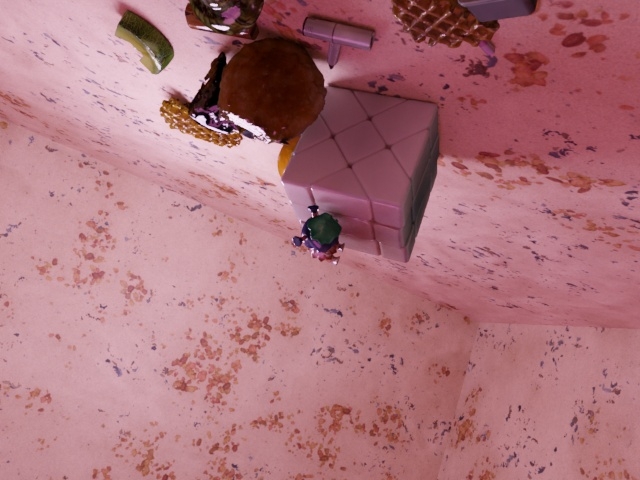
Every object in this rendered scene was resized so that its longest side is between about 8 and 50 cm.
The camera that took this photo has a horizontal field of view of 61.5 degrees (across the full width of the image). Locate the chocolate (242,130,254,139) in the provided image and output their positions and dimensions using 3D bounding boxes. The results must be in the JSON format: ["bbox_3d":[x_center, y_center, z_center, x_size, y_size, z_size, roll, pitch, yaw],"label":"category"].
[{"bbox_3d":[-0.186,-0.380,1.648,0.125,0.080,0.149,5,157,10],"label":"chocolate"}]

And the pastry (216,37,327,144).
[{"bbox_3d":[-0.115,-0.359,1.294,0.256,0.236,0.121,25,175,-7],"label":"pastry"}]

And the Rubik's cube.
[{"bbox_3d":[0.122,-0.170,1.432,0.318,0.322,0.316,15,158,18],"label":"Rubik's cube"}]

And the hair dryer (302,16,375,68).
[{"bbox_3d":[0.048,-0.427,1.217,0.154,0.044,0.183,18,172,12],"label":"hair dryer"}]

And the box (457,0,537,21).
[{"bbox_3d":[0.291,-0.403,0.863,0.122,0.084,0.069,10,171,40],"label":"box"}]

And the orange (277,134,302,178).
[{"bbox_3d":[-0.033,-0.242,1.755,0.219,0.193,0.219,17,149,11],"label":"orange"}]

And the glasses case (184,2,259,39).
[{"bbox_3d":[-0.233,-0.511,1.266,0.169,0.041,0.065,17,166,16],"label":"glasses case"}]

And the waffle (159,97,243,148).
[{"bbox_3d":[-0.408,-0.408,1.885,0.292,0.069,0.260,18,169,-4],"label":"waffle"}]

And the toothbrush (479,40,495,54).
[{"bbox_3d":[0.234,-0.426,0.980,0.286,0.025,0.020,27,163,-34],"label":"toothbrush"}]

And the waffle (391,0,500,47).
[{"bbox_3d":[0.220,-0.400,0.950,0.191,0.046,0.160,11,165,18],"label":"waffle"}]

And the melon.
[{"bbox_3d":[-0.480,-0.537,1.479,0.117,0.064,0.209,17,165,34],"label":"melon"}]

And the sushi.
[{"bbox_3d":[-0.220,-0.380,1.439,0.204,0.200,0.213,29,137,-30],"label":"sushi"}]

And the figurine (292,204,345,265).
[{"bbox_3d":[0.000,0.000,1.367,0.102,0.112,0.195,17,160,12],"label":"figurine"}]

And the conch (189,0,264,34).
[{"bbox_3d":[-0.205,-0.501,1.087,0.187,0.124,0.181,26,164,6],"label":"conch"}]
